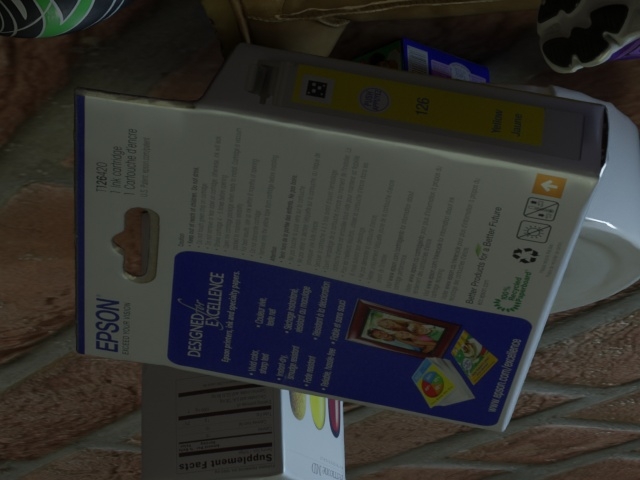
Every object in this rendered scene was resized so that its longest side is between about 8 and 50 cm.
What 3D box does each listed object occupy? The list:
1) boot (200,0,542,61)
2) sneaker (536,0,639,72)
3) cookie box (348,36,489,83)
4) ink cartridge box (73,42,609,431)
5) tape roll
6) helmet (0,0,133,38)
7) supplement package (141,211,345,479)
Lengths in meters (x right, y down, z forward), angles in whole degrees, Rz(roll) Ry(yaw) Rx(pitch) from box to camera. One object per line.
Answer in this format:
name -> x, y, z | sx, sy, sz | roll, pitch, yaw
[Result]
boot -> 0.072, -0.149, 1.161 | 0.269, 0.089, 0.236 | -6, 163, 8
sneaker -> 0.197, -0.137, 1.057 | 0.071, 0.068, 0.170 | -5, 175, -45
cookie box -> 0.053, -0.101, 1.385 | 0.092, 0.040, 0.107 | 14, 156, -42
ink cartridge box -> 0.000, 0.000, 1.243 | 0.307, 0.072, 0.303 | 12, 146, 1
tape roll -> 0.095, -0.019, 1.411 | 0.286, 0.100, 0.286 | -1, 162, 0
helmet -> -0.138, -0.177, 0.925 | 0.169, 0.169, 0.161 | -12, 143, 30
supplement package -> -0.066, 0.100, 1.672 | 0.134, 0.244, 0.139 | -9, 162, 22
